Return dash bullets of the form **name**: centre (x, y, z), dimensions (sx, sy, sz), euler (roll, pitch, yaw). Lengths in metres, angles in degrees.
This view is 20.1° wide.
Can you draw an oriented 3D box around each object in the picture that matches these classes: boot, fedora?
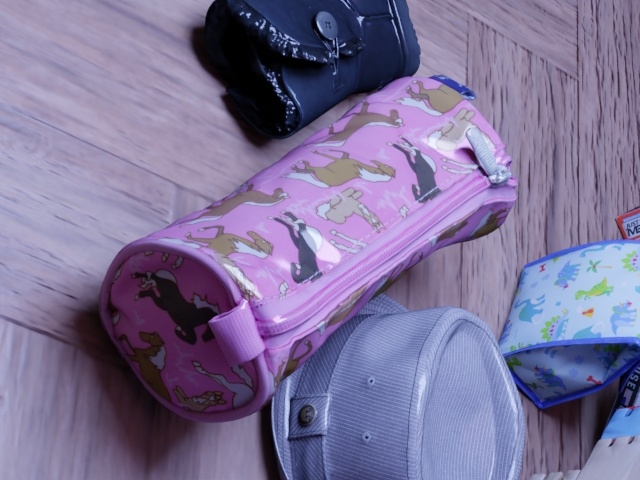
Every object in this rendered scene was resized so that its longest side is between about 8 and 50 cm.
- **boot**: centre (-0.022, -0.223, 1.556), dimensions (0.207, 0.094, 0.246), euler (-25, 97, -51)
- **fedora**: centre (0.082, 0.148, 1.475), dimensions (0.244, 0.124, 0.275), euler (34, 51, -31)

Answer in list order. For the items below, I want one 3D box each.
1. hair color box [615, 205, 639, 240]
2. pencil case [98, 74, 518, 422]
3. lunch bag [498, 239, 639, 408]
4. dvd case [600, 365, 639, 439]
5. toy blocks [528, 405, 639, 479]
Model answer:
- **hair color box**: centre (0.380, 0.034, 1.875), dimensions (0.093, 0.053, 0.167), euler (-21, 89, -46)
- **pencil case**: centre (0.000, 0.000, 1.422), dimensions (0.160, 0.167, 0.386), euler (46, 44, 10)
- **lunch bag**: centre (0.251, 0.071, 1.657), dimensions (0.096, 0.151, 0.129), euler (42, 47, -24)
- **dvd case**: centre (0.368, 0.167, 1.753), dimensions (0.239, 0.029, 0.179), euler (12, 100, -41)
- **toy blocks**: centre (0.269, 0.324, 1.558), dimensions (0.261, 0.191, 0.381), euler (-47, 119, -52)
